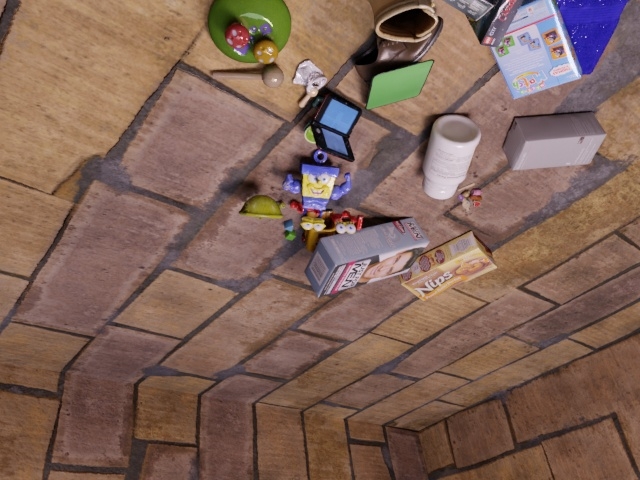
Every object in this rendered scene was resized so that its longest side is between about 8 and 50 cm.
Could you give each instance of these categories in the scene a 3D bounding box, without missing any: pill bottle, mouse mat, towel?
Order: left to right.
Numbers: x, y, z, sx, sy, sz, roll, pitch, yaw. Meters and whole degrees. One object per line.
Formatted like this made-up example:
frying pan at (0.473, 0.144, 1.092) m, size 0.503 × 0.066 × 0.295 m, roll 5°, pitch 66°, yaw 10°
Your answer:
mouse mat at (0.189, -0.377, 1.331) m, size 0.153 × 0.007 × 0.189 m, roll -16°, pitch 169°, yaw -5°
pill bottle at (0.359, -0.228, 1.539) m, size 0.131 × 0.131 × 0.229 m, roll -4°, pitch 143°, yaw -6°
towel at (0.594, -0.512, 1.260) m, size 0.228 × 0.076 × 0.308 m, roll -3°, pitch 143°, yaw -6°

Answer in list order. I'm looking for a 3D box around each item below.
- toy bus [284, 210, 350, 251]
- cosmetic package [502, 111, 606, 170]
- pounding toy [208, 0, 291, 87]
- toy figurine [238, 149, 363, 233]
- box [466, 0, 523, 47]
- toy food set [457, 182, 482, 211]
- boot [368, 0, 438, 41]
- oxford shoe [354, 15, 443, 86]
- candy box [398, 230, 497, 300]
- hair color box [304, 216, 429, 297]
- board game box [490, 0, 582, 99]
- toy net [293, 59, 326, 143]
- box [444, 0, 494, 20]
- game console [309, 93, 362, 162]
toy bus at (-0.004, -0.007, 1.778) m, size 0.191 × 0.104 × 0.202 m, roll -31°, pitch 137°, yaw 27°
cosmetic package at (0.660, -0.282, 1.556) m, size 0.238 × 0.107 × 0.127 m, roll -9°, pitch 146°, yaw -5°
pounding toy at (-0.153, -0.423, 1.197) m, size 0.183 × 0.110 × 0.236 m, roll -1°, pitch 142°, yaw -10°
toy figurine at (-0.043, -0.164, 1.582) m, size 0.363 × 0.191 × 0.217 m, roll 6°, pitch 111°, yaw -8°
box at (0.373, -0.540, 1.109) m, size 0.044 × 0.159 × 0.233 m, roll 3°, pitch 142°, yaw -15°
toy food set at (0.493, -0.137, 1.779) m, size 0.078 × 0.019 × 0.122 m, roll -23°, pitch 141°, yaw 19°
boot at (0.220, -0.495, 1.099) m, size 0.262 × 0.203 × 0.095 m, roll -8°, pitch 143°, yaw -2°
oxford shoe at (0.176, -0.447, 1.256) m, size 0.227 × 0.082 × 0.096 m, roll -32°, pitch 136°, yaw 27°
candy box at (0.468, 0.101, 2.031) m, size 0.317 × 0.087 × 0.183 m, roll -28°, pitch 139°, yaw 25°
hair color box at (0.153, 0.052, 1.784) m, size 0.375 × 0.113 × 0.185 m, roll -13°, pitch 149°, yaw -30°
board game box at (0.486, -0.444, 1.259) m, size 0.160 × 0.039 × 0.211 m, roll -11°, pitch 127°, yaw 40°
toy net at (0.002, -0.349, 1.378) m, size 0.122 × 0.045 × 0.232 m, roll -11°, pitch 143°, yaw 3°
box at (0.235, -0.542, 1.030) m, size 0.220 × 0.175 × 0.051 m, roll 23°, pitch 155°, yaw -18°
game console at (0.052, -0.283, 1.393) m, size 0.085 × 0.124 × 0.144 m, roll -33°, pitch 151°, yaw 35°
